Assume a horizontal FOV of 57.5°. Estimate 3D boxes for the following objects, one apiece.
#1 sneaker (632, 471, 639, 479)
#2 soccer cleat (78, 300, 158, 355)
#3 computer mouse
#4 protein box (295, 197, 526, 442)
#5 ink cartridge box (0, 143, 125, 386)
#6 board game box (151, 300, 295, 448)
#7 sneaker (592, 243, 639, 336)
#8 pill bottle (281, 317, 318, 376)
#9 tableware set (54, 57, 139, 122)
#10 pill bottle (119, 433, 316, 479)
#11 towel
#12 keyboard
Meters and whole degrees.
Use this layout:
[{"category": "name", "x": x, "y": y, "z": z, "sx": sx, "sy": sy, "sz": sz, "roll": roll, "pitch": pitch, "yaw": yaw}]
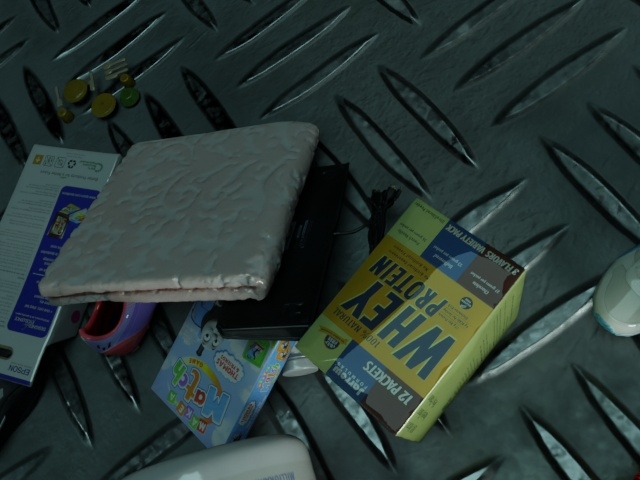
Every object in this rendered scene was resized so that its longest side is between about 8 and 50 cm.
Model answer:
[{"category": "sneaker", "x": 0.338, "y": 0.255, "z": 0.610, "sx": 0.221, "sy": 0.087, "sz": 0.128, "roll": 0, "pitch": 61, "yaw": 3}, {"category": "soccer cleat", "x": -0.257, "y": 0.046, "z": 0.839, "sx": 0.082, "sy": 0.095, "sz": 0.248, "roll": 19, "pitch": 76, "yaw": 21}, {"category": "computer mouse", "x": -0.477, "y": 0.294, "z": 0.826, "sx": 0.184, "sy": 0.060, "sz": 0.262, "roll": 34, "pitch": 82, "yaw": 25}, {"category": "protein box", "x": 0.110, "y": 0.100, "z": 0.656, "sx": 0.136, "sy": 0.200, "sz": 0.201, "roll": 37, "pitch": 84, "yaw": 25}, {"category": "ink cartridge box", "x": -0.433, "y": 0.029, "z": 0.913, "sx": 0.175, "sy": 0.069, "sz": 0.371, "roll": 9, "pitch": 70, "yaw": 18}, {"category": "board game box", "x": -0.119, "y": 0.142, "z": 0.752, "sx": 0.160, "sy": 0.039, "sz": 0.212, "roll": 29, "pitch": 94, "yaw": 38}, {"category": "sneaker", "x": 0.407, "y": 0.019, "z": 0.663, "sx": 0.228, "sy": 0.092, "sz": 0.087, "roll": -39, "pitch": 66, "yaw": 0}, {"category": "pill bottle", "x": -0.034, "y": 0.116, "z": 0.766, "sx": 0.065, "sy": 0.065, "sz": 0.117, "roll": -15, "pitch": 67, "yaw": 10}, {"category": "tableware set", "x": -0.396, "y": -0.254, "z": 1.035, "sx": 0.154, "sy": 0.024, "sz": 0.104, "roll": -21, "pitch": 69, "yaw": 6}, {"category": "pill bottle", "x": -0.071, "y": 0.424, "z": 0.569, "sx": 0.228, "sy": 0.229, "sz": 0.408, "roll": -21, "pitch": 66, "yaw": 7}, {"category": "towel", "x": -0.176, "y": -0.044, "z": 0.799, "sx": 0.316, "sy": 0.054, "sz": 0.332, "roll": -5, "pitch": 42, "yaw": 17}, {"category": "keyboard", "x": 0.000, "y": 0.000, "z": 0.744, "sx": 0.201, "sy": 0.033, "sz": 0.317, "roll": -5, "pitch": 41, "yaw": 17}]
